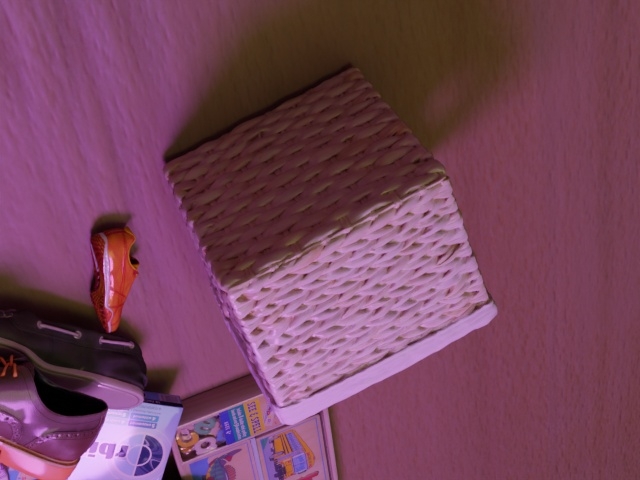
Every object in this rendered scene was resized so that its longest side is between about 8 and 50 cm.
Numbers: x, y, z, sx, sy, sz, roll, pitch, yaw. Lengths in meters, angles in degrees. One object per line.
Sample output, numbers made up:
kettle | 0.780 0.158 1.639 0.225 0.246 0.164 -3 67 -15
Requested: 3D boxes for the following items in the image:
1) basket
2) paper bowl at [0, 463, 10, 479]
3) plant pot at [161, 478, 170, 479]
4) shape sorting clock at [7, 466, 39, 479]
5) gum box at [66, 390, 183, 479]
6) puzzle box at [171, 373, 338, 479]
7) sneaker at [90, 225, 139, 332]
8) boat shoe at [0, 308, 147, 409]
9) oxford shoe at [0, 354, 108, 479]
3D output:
basket | 0.000 0.000 1.481 0.331 0.328 0.266 -28 131 -4
paper bowl | -0.584 0.325 1.550 0.284 0.148 0.284 -15 130 -18
plant pot | -0.263 0.496 1.824 0.191 0.174 0.191 9 134 9
shape sorting clock | -0.421 0.369 1.755 0.206 0.040 0.206 -15 133 -17
gum box | -0.311 0.315 1.718 0.157 0.041 0.184 11 108 -21
puzzle box | -0.107 0.388 1.935 0.272 0.052 0.409 -21 134 -13
sneaker | -0.282 0.060 1.558 0.067 0.064 0.175 -15 136 -31
boat shoe | -0.389 0.150 1.569 0.335 0.096 0.112 26 137 -37
oxford shoe | -0.447 0.188 1.458 0.363 0.130 0.133 31 106 -34
